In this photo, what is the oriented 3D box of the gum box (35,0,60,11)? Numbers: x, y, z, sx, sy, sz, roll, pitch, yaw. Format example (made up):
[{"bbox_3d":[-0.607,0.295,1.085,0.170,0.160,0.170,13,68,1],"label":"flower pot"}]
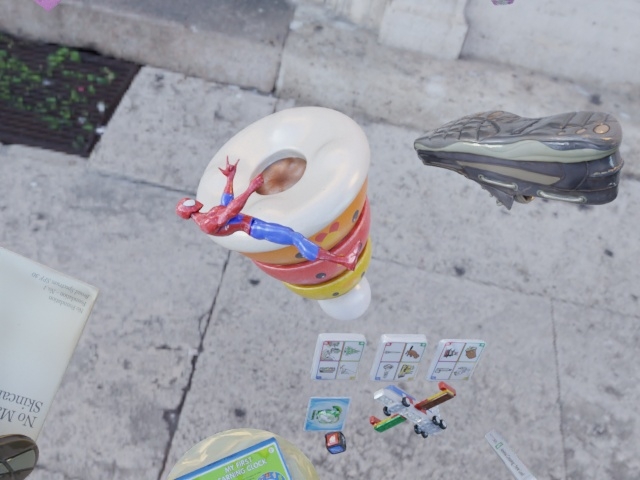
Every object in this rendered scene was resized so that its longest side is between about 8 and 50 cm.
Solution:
[{"bbox_3d":[-0.270,-0.311,0.823,0.107,0.188,0.062,38,61,-28],"label":"gum box"}]

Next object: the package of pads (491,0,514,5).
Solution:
[{"bbox_3d":[0.210,-0.316,0.949,0.032,0.083,0.050,2,6,11],"label":"package of pads"}]

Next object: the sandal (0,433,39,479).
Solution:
[{"bbox_3d":[-0.409,0.246,0.870,0.219,0.090,0.060,-16,46,-31],"label":"sandal"}]

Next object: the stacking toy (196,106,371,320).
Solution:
[{"bbox_3d":[0.000,0.000,1.681,0.350,0.480,0.351,-15,46,16],"label":"stacking toy"}]

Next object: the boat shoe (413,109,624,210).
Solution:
[{"bbox_3d":[0.270,-0.107,1.190,0.132,0.130,0.355,-26,21,-28],"label":"boat shoe"}]

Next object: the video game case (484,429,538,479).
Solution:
[{"bbox_3d":[0.324,0.385,1.177,0.023,0.193,0.212,-36,97,0],"label":"video game case"}]

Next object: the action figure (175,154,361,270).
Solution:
[{"bbox_3d":[-0.073,-0.049,1.242,0.280,0.139,0.091,12,-2,0],"label":"action figure"}]

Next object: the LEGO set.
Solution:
[{"bbox_3d":[0.072,0.172,0.966,0.182,0.244,0.060,2,47,-8],"label":"LEGO set"}]

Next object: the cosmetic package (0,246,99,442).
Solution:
[{"bbox_3d":[-0.408,0.167,0.982,0.113,0.309,0.160,6,-17,47],"label":"cosmetic package"}]

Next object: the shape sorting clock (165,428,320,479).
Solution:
[{"bbox_3d":[-0.095,0.333,1.011,0.206,0.040,0.206,1,67,-2],"label":"shape sorting clock"}]
